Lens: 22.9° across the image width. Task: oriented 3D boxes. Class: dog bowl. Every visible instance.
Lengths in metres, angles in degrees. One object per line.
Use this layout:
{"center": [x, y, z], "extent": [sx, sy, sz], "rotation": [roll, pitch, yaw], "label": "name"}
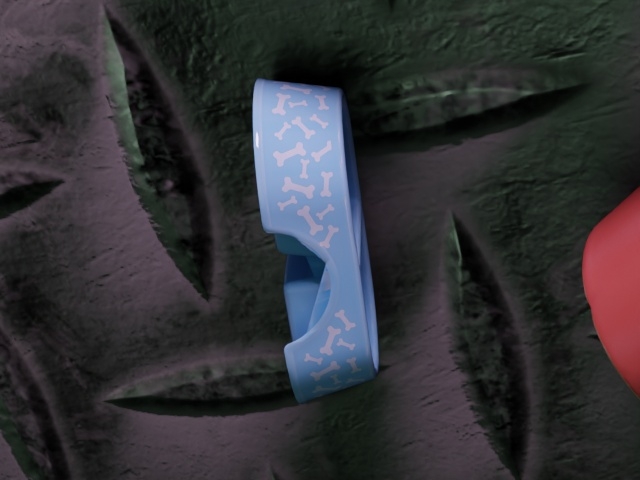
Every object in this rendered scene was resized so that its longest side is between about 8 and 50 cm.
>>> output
{"center": [0.000, 0.000, 1.366], "extent": [0.074, 0.166, 0.297], "rotation": [-5, 117, 5], "label": "dog bowl"}

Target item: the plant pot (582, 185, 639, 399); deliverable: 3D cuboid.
{"center": [0.357, 0.018, 1.227], "extent": [0.275, 0.275, 0.243], "rotation": [46, 129, -12], "label": "plant pot"}
